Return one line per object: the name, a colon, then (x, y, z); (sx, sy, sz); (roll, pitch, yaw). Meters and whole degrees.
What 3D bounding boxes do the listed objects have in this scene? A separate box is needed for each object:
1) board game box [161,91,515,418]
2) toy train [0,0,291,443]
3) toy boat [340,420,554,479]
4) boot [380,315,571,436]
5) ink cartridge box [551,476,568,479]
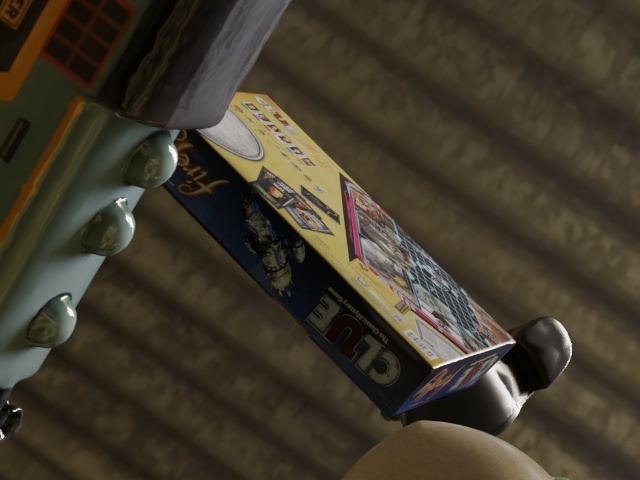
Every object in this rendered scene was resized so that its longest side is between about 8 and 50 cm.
board game box: (0.000, 0.000, 0.979); (0.243, 0.165, 0.042); (45, -72, 16)
toy train: (-0.152, -0.060, 0.697); (0.190, 0.142, 0.334); (37, -75, 15)
toy boat: (0.026, 0.248, 1.068); (0.318, 0.267, 0.148); (-9, -56, 7)
boot: (0.138, 0.174, 1.766); (0.229, 0.263, 0.091); (-24, -89, 54)
ink cartridge box: (0.177, 0.344, 1.790); (0.235, 0.171, 0.056); (6, -45, -11)
